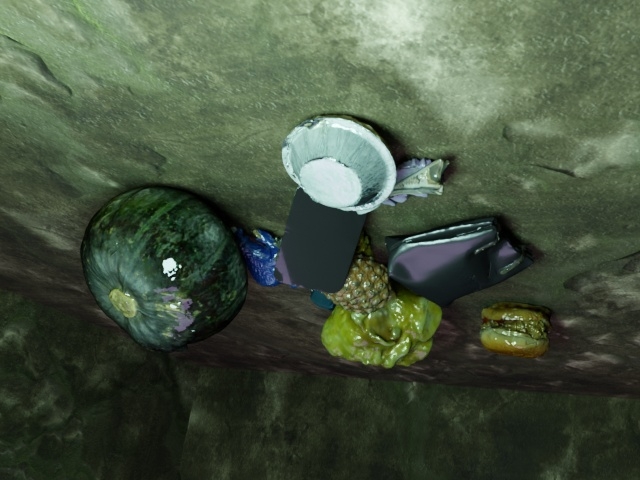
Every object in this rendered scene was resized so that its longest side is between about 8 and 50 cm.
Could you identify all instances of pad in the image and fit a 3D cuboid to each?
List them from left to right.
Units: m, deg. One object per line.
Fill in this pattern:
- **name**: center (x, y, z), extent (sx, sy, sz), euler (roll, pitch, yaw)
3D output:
- **pad**: center (0.000, 0.000, 1.552), extent (0.181, 0.267, 0.004), euler (13, -157, -11)

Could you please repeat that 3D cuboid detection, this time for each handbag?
- **handbag**: center (0.345, 0.039, 1.596), extent (0.288, 0.152, 0.342), euler (-19, 151, 31)

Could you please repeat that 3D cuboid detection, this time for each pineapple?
- **pineapple**: center (0.012, 0.080, 1.660), extent (0.341, 0.169, 0.169), euler (22, 156, -27)

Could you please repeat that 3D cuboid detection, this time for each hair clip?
- **hair clip**: center (0.176, -0.111, 1.364), extent (0.106, 0.084, 0.292), euler (17, 164, -27)

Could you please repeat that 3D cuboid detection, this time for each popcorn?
- **popcorn**: center (0.192, 0.245, 2.030), extent (0.334, 0.292, 0.294), euler (15, 172, -33)

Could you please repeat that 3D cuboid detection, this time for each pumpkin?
- **pumpkin**: center (-0.390, 0.066, 1.659), extent (0.455, 0.344, 0.454), euler (22, 135, 24)

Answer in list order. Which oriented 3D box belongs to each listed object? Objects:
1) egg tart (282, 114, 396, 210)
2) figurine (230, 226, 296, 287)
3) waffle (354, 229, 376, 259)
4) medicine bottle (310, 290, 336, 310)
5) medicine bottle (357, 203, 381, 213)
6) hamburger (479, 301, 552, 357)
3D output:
- **egg tart**: center (0.032, -0.135, 1.252), extent (0.234, 0.094, 0.234), euler (12, 140, 11)
- **figurine**: center (-0.162, 0.054, 1.808), extent (0.262, 0.120, 0.164), euler (34, 159, -23)
- **waffle**: center (0.052, 0.017, 1.764), extent (0.219, 0.057, 0.229), euler (-13, 149, 44)
- **medicine bottle**: center (0.039, 0.162, 2.123), extent (0.124, 0.079, 0.258), euler (14, 158, -3)
- **medicine bottle**: center (0.086, -0.107, 1.365), extent (0.058, 0.058, 0.091), euler (-14, 106, 46)
- **hamburger**: center (0.631, 0.298, 2.111), extent (0.245, 0.163, 0.244), euler (6, 159, 2)
